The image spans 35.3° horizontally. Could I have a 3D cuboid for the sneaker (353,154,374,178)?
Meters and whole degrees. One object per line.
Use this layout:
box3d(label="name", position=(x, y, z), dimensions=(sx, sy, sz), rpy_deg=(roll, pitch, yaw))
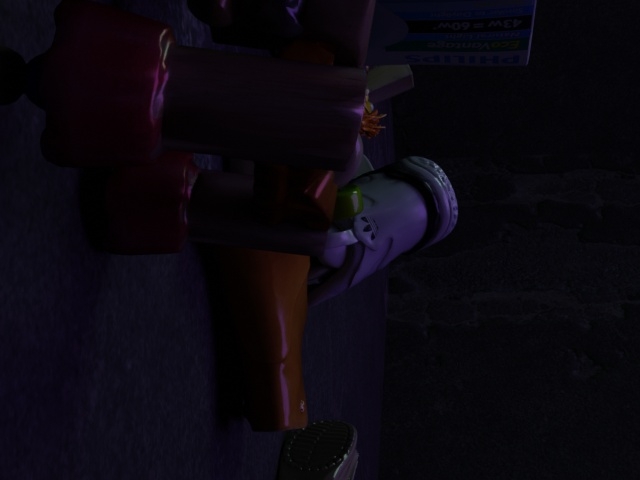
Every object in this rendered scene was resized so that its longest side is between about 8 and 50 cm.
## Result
box3d(label="sneaker", position=(0.091, -0.035, 1.969), dimensions=(0.295, 0.105, 0.146), rpy_deg=(-106, -176, -47))

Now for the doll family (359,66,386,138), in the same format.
box3d(label="doll family", position=(0.067, -0.285, 1.928), dimensions=(0.163, 0.119, 0.262), rpy_deg=(-63, 151, -74))

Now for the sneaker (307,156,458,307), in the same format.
box3d(label="sneaker", position=(0.000, 0.000, 1.312), dimensions=(0.366, 0.210, 0.137), rpy_deg=(-22, -89, 60))

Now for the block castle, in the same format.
box3d(label="block castle", position=(-0.069, -0.227, 0.645), dimensions=(0.303, 0.213, 0.453), rpy_deg=(108, -10, -77))

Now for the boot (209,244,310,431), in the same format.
box3d(label="boot", position=(-0.050, 0.090, 1.039), dimensions=(0.295, 0.104, 0.211), rpy_deg=(84, 0, -75))

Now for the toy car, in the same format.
box3d(label="toy car", position=(-0.032, -0.112, 1.167), dimensions=(0.188, 0.149, 0.155), rpy_deg=(-105, -176, -74))

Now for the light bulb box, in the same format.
box3d(label="light bulb box", position=(0.094, -0.387, 1.267), dimensions=(0.361, 0.358, 0.225), rpy_deg=(57, 34, -73))

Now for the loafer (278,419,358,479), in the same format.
box3d(label="loafer", position=(-0.012, 0.344, 1.372), dimensions=(0.268, 0.102, 0.092), rpy_deg=(-58, 149, -59))

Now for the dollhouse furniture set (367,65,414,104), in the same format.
box3d(label="dollhouse furniture set", position=(0.072, -0.407, 2.095), dimensions=(0.212, 0.161, 0.242), rpy_deg=(48, 20, -78))
